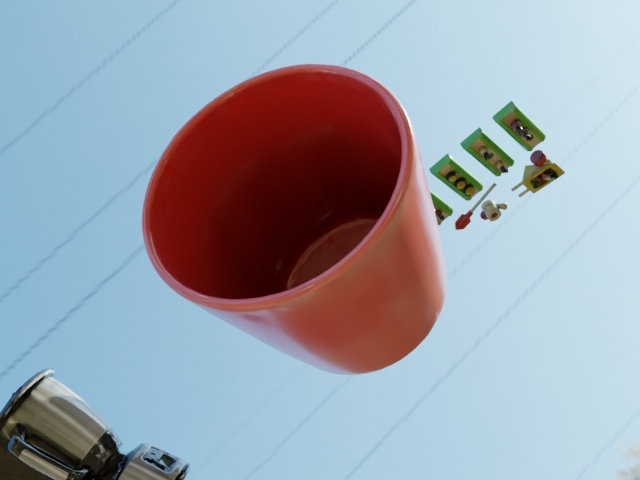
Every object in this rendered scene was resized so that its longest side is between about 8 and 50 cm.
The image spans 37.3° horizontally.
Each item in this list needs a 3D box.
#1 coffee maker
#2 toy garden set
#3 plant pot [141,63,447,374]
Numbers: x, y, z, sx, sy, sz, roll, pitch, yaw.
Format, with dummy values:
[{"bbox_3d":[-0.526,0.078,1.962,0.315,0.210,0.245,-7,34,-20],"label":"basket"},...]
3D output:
[{"bbox_3d":[-0.236,0.235,0.903,0.178,0.120,0.171,35,-60,1],"label":"coffee maker"},{"bbox_3d":[0.291,-0.097,1.624,0.244,0.049,0.204,-41,-45,18],"label":"toy garden set"},{"bbox_3d":[0.000,0.000,0.950,0.275,0.275,0.243,-47,-38,-6],"label":"plant pot"}]
